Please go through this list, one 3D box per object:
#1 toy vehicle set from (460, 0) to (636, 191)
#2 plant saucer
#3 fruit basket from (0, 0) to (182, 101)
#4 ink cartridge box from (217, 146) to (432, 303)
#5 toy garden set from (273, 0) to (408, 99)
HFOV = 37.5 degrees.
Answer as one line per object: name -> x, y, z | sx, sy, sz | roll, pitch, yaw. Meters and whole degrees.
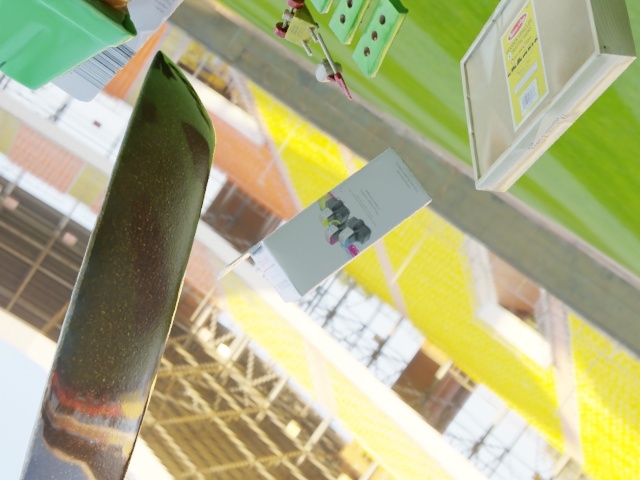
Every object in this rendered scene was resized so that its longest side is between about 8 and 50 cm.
toy vehicle set -> 0.212, -0.179, 0.932 | 0.035, 0.166, 0.267 | 3, 157, -14
plant saucer -> -0.116, 0.046, 0.550 | 0.050, 0.311, 0.310 | 16, -170, -11
fruit basket -> -0.204, -0.310, 0.751 | 0.327, 0.353, 0.165 | 30, -162, -46
ink cartridge box -> 0.000, 0.000, 0.837 | 0.062, 0.181, 0.104 | 54, 169, 0
toy garden set -> 0.026, -0.316, 1.324 | 0.049, 0.204, 0.244 | -11, -124, -34
